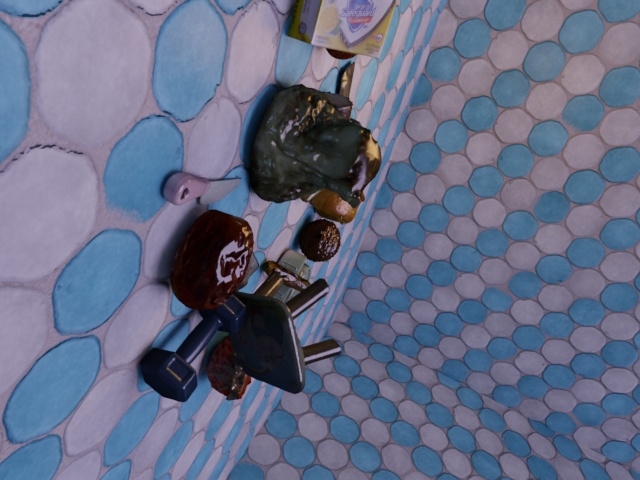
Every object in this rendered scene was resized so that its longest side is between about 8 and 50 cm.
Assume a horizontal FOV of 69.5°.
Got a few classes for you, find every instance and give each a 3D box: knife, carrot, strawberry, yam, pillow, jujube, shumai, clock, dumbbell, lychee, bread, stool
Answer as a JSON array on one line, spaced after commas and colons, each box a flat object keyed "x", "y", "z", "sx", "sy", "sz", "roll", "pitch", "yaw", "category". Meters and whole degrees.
[{"x": -0.265, "y": -0.117, "z": 1.098, "sx": 0.081, "sy": 0.043, "sz": 0.336, "roll": -62, "pitch": 170, "yaw": 12, "category": "knife"}, {"x": -0.128, "y": 0.143, "z": 1.780, "sx": 0.228, "sy": 0.069, "sz": 0.069, "roll": 32, "pitch": 82, "yaw": -37, "category": "carrot"}, {"x": -0.305, "y": 0.416, "z": 1.695, "sx": 0.336, "sy": 0.149, "sz": 0.265, "roll": -59, "pitch": 163, "yaw": -70, "category": "strawberry"}, {"x": 0.034, "y": -0.376, "z": 1.607, "sx": 0.131, "sy": 0.131, "sz": 0.280, "roll": -53, "pitch": 162, "yaw": -42, "category": "yam"}, {"x": 0.089, "y": -0.544, "z": 1.709, "sx": 0.218, "sy": 0.033, "sz": 0.130, "roll": 101, "pitch": 16, "yaw": -45, "category": "pillow"}, {"x": -0.267, "y": 0.049, "z": 1.121, "sx": 0.183, "sy": 0.183, "sz": 0.243, "roll": 34, "pitch": 73, "yaw": -77, "category": "jujube"}, {"x": 0.004, "y": -0.234, "z": 1.317, "sx": 0.324, "sy": 0.323, "sz": 0.398, "roll": -62, "pitch": 166, "yaw": -21, "category": "shumai"}, {"x": -0.133, "y": 0.191, "z": 1.995, "sx": 0.265, "sy": 0.108, "sz": 0.324, "roll": -64, "pitch": 167, "yaw": -8, "category": "clock"}, {"x": -0.341, "y": 0.278, "z": 1.273, "sx": 0.316, "sy": 0.156, "sz": 0.144, "roll": -54, "pitch": 133, "yaw": -40, "category": "dumbbell"}, {"x": 0.000, "y": 0.000, "z": 2.002, "sx": 0.200, "sy": 0.200, "sz": 0.238, "roll": -63, "pitch": 179, "yaw": -9, "category": "lychee"}, {"x": 0.089, "y": -0.175, "z": 2.052, "sx": 0.195, "sy": 0.178, "sz": 0.340, "roll": -64, "pitch": 166, "yaw": -4, "category": "bread"}, {"x": -0.119, "y": 0.279, "z": 1.461, "sx": 0.226, "sy": 0.310, "sz": 0.311, "roll": -24, "pitch": 111, "yaw": -43, "category": "stool"}]

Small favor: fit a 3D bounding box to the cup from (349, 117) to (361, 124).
[{"x": 0.113, "y": -0.462, "z": 1.854, "sx": 0.078, "sy": 0.077, "sz": 0.100, "roll": -64, "pitch": 166, "yaw": -6, "category": "cup"}]

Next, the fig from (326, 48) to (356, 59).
[{"x": 0.070, "y": -0.609, "z": 1.362, "sx": 0.128, "sy": 0.128, "sz": 0.151, "roll": 99, "pitch": -6, "yaw": -49, "category": "fig"}]

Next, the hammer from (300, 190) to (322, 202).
[{"x": 0.034, "y": -0.242, "z": 1.831, "sx": 0.305, "sy": 0.202, "sz": 0.113, "roll": -34, "pitch": 180, "yaw": -27, "category": "hammer"}]

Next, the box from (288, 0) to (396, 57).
[{"x": 0.060, "y": -0.576, "z": 1.185, "sx": 0.265, "sy": 0.097, "sz": 0.169, "roll": -9, "pitch": 128, "yaw": -43, "category": "box"}]

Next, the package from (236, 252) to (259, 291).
[{"x": -0.263, "y": 0.082, "z": 1.445, "sx": 0.166, "sy": 0.040, "sz": 0.232, "roll": -49, "pitch": 157, "yaw": -21, "category": "package"}]
